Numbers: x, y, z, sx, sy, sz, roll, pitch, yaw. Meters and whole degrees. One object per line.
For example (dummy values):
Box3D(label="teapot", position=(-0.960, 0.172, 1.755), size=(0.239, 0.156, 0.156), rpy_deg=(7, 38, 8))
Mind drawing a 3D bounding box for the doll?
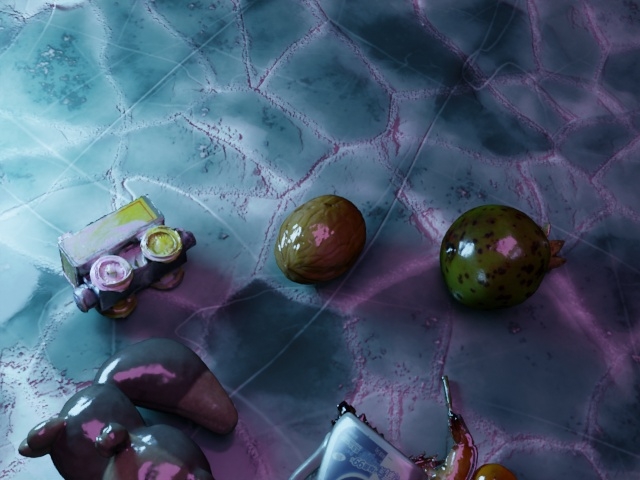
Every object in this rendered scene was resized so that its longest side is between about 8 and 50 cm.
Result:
Box3D(label="doll", position=(-0.268, 0.347, 1.729), size=(0.382, 0.252, 0.379), rpy_deg=(35, 60, 6))

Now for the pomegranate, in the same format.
Box3D(label="pomegranate", position=(0.381, 0.021, 2.033), size=(0.285, 0.231, 0.231), rpy_deg=(-19, 63, -18))

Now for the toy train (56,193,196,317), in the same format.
Box3D(label="toy train", position=(-0.379, 0.030, 1.967), size=(0.261, 0.134, 0.177), rpy_deg=(-31, 67, -25))

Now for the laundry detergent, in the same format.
Box3D(label="laundry detergent", position=(0.034, 0.464, 1.764), size=(0.215, 0.105, 0.280), rpy_deg=(36, 85, 29))

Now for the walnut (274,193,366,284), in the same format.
Box3D(label="walnut", position=(0.000, 0.000, 2.024), size=(0.167, 0.167, 0.207), rpy_deg=(39, 56, 15))

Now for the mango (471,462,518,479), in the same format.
Box3D(label="mango", position=(0.315, 0.485, 1.826), size=(0.105, 0.084, 0.159), rpy_deg=(13, 73, -19))

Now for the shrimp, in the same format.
Box3D(label="shrimp", position=(0.159, 0.375, 1.859), size=(0.222, 0.054, 0.290), rpy_deg=(-41, 66, -10))

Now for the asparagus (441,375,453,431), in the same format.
Box3D(label="asparagus", position=(0.248, 0.316, 1.957), size=(0.015, 0.014, 0.114), rpy_deg=(-18, 56, 20))
